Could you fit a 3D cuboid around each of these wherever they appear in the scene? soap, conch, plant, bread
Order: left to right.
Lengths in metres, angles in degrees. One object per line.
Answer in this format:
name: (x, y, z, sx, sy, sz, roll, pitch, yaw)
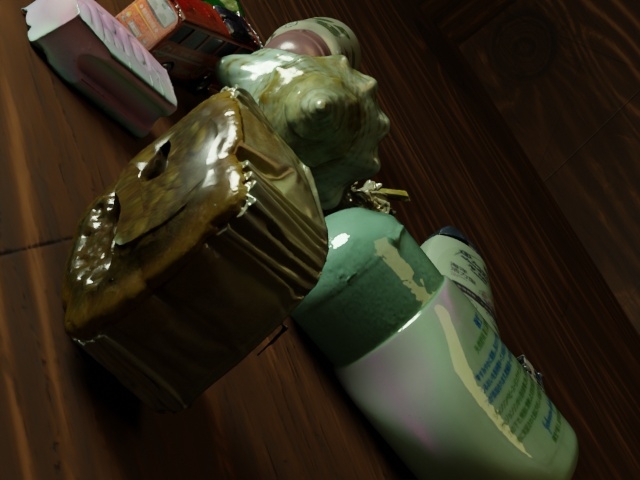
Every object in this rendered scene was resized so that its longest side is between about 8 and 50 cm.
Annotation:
soap: (-0.211, -0.177, 1.281, 0.149, 0.056, 0.100, 40, 17, -39)
bread: (-0.096, -0.002, 0.968, 0.110, 0.192, 0.210, 41, 19, -27)
conch: (-0.043, -0.124, 1.495, 0.203, 0.169, 0.386, 58, -22, -5)
plant: (0.051, -0.051, 1.623, 0.122, 0.104, 0.116, -30, 71, -34)

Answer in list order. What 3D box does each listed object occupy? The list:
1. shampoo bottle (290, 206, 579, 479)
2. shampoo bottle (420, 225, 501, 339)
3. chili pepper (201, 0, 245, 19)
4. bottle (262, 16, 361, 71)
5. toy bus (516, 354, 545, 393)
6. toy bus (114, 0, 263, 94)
shampoo bottle: (0.101, 0.121, 1.343, 0.349, 0.151, 0.222, 51, 21, -7)
shampoo bottle: (0.179, 0.076, 1.800, 0.134, 0.078, 0.359, 45, 17, -14)
chili pepper: (-0.162, -0.343, 1.781, 0.216, 0.062, 0.108, 56, 22, 11)
bottle: (-0.020, -0.251, 1.873, 0.120, 0.120, 0.253, 52, 16, -1)
toy bus: (0.281, 0.209, 1.848, 0.058, 0.052, 0.102, 49, 18, -21)
toy bus: (-0.145, -0.222, 1.494, 0.073, 0.096, 0.235, 58, 18, 11)
